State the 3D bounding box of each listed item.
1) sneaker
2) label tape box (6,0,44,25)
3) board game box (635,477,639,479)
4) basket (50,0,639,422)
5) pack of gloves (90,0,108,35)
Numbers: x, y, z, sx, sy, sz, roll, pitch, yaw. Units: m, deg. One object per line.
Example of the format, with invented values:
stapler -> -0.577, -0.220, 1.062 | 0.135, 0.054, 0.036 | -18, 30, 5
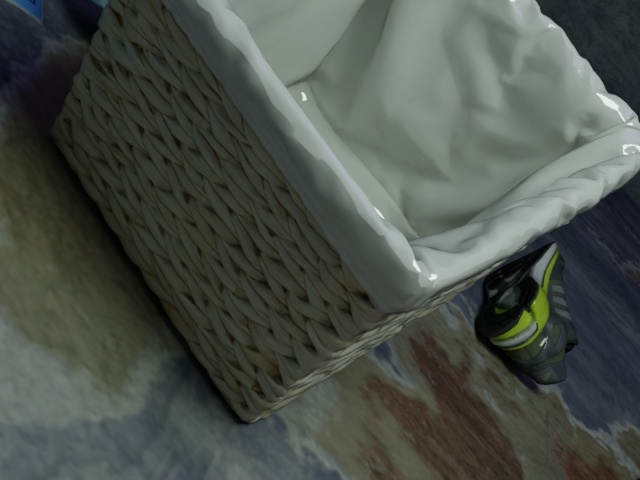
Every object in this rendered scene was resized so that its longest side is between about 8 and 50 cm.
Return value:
sneaker -> 0.289, 0.098, 1.372 | 0.121, 0.111, 0.300 | 57, 28, -9
label tape box -> -0.358, -0.312, 0.814 | 0.249, 0.115, 0.347 | 27, 36, -41
board game box -> 0.327, 0.345, 0.718 | 0.356, 0.356, 0.356 | 56, 24, 15
basket -> 0.018, -0.081, 0.822 | 0.328, 0.266, 0.331 | -26, 75, -42
pack of gloves -> -0.162, -0.178, 1.064 | 0.232, 0.046, 0.195 | 47, 9, -6
